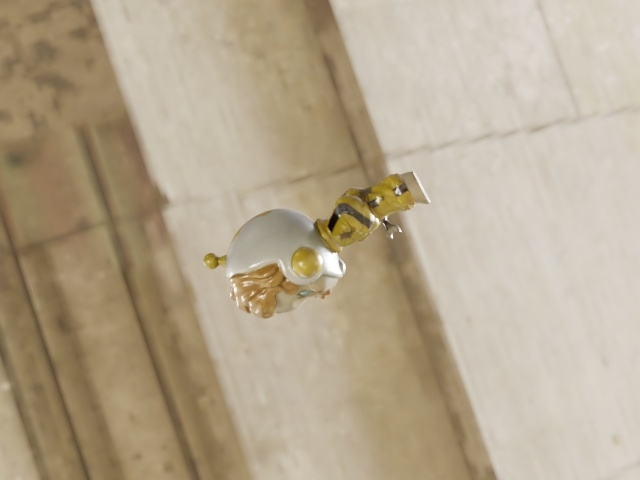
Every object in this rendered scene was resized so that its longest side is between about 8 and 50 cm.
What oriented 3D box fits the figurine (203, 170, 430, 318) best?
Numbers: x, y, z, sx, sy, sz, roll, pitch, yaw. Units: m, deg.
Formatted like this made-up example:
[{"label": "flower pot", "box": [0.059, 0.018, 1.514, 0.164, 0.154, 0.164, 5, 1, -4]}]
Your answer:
[{"label": "figurine", "box": [0.001, -0.001, 1.120, 0.143, 0.068, 0.101, -30, 176, 29]}]
